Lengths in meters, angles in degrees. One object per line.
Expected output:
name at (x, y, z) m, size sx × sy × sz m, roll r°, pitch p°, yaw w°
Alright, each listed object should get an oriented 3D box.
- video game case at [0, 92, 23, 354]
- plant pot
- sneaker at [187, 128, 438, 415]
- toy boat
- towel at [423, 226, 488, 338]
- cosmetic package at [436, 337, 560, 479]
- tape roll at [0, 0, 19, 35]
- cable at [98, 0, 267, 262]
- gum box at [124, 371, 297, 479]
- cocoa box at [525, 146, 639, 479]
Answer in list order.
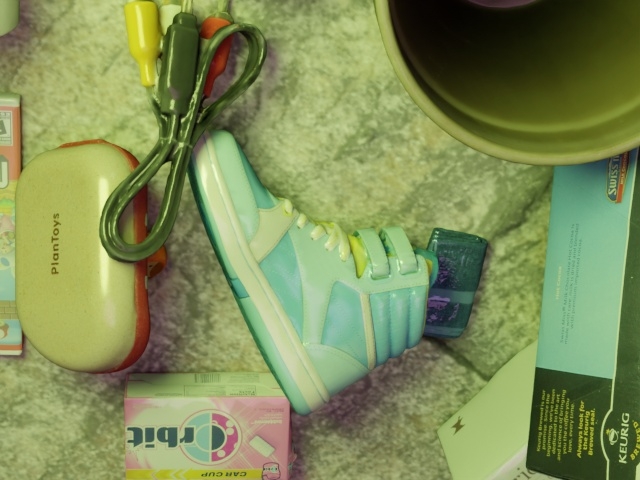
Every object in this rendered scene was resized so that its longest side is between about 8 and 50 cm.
video game case at (-0.409, -0.016, 1.448) m, size 0.204 × 0.025 × 0.285 m, roll 2°, pitch 112°, yaw -6°
plant pot at (0.191, -0.260, 1.266) m, size 0.323 × 0.280 × 0.323 m, roll -2°, pitch 112°, yaw -5°
sneaker at (0.000, 0.000, 1.449) m, size 0.208 × 0.127 × 0.319 m, roll -25°, pitch 108°, yaw -6°
toy boat at (-0.214, 0.018, 1.425) m, size 0.151 × 0.151 × 0.231 m, roll -3°, pitch 85°, yaw 35°
towel at (0.137, 0.048, 1.522) m, size 0.067 × 0.029 × 0.119 m, roll 9°, pitch 111°, yaw -10°
cosmetic package at (0.372, 0.309, 1.580) m, size 0.453 × 0.161 × 0.230 m, roll 42°, pitch 103°, yaw -18°
tape roll at (-0.385, -0.274, 1.227) m, size 0.246 × 0.246 × 0.169 m, roll 2°, pitch 111°, yaw -6°
cable at (-0.136, -0.114, 1.358) m, size 0.139 × 0.072 × 0.287 m, roll 11°, pitch 86°, yaw -22°
gum box at (-0.119, 0.204, 1.543) m, size 0.188 × 0.062 × 0.107 m, roll 0°, pitch 112°, yaw -5°
cocoa box at (0.358, 0.066, 1.313) m, size 0.231 × 0.228 × 0.347 m, roll 7°, pitch 87°, yaw -28°
